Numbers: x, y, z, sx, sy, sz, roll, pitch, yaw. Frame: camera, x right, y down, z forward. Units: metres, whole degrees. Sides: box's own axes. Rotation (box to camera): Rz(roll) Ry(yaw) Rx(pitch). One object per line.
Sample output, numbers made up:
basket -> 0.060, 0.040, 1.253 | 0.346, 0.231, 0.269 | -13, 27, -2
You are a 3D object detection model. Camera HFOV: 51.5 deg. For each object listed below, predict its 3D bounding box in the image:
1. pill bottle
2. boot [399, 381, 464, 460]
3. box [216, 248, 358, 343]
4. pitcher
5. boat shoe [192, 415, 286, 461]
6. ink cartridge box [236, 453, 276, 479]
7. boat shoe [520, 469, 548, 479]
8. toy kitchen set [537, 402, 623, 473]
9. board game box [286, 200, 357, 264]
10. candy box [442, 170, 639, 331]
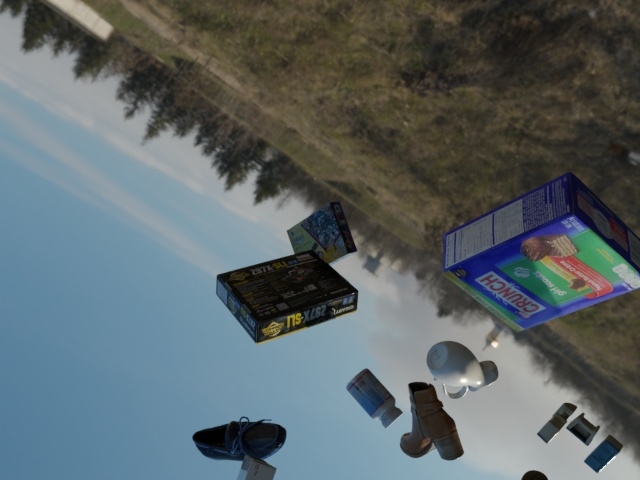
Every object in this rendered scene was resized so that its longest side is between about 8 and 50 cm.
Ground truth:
pill bottle -> 0.152, 0.441, 1.842 | 0.160, 0.087, 0.087 | 47, -172, 18
boot -> 0.209, 0.368, 1.375 | 0.197, 0.073, 0.152 | -24, 90, 58
box -> -0.093, 0.148, 1.857 | 0.322, 0.079, 0.257 | -15, -147, -29
pitcher -> 0.394, 0.390, 1.953 | 0.207, 0.178, 0.125 | 28, -156, -31
boat shoe -> -0.207, 0.493, 1.620 | 0.089, 0.258, 0.109 | 50, -150, -37
ink cartridge box -> -0.140, 0.505, 1.375 | 0.056, 0.099, 0.135 | 22, 164, -7
boat shoe -> 0.574, 0.806, 1.876 | 0.109, 0.302, 0.098 | 14, 149, 31
toy kitchen set -> 0.778, 0.627, 2.027 | 0.207, 0.122, 0.166 | 41, -142, 24
board game box -> 0.000, 0.000, 2.045 | 0.042, 0.243, 0.165 | -12, -101, -40
candy box -> 0.456, 0.037, 1.374 | 0.268, 0.317, 0.122 | 35, -132, -25
